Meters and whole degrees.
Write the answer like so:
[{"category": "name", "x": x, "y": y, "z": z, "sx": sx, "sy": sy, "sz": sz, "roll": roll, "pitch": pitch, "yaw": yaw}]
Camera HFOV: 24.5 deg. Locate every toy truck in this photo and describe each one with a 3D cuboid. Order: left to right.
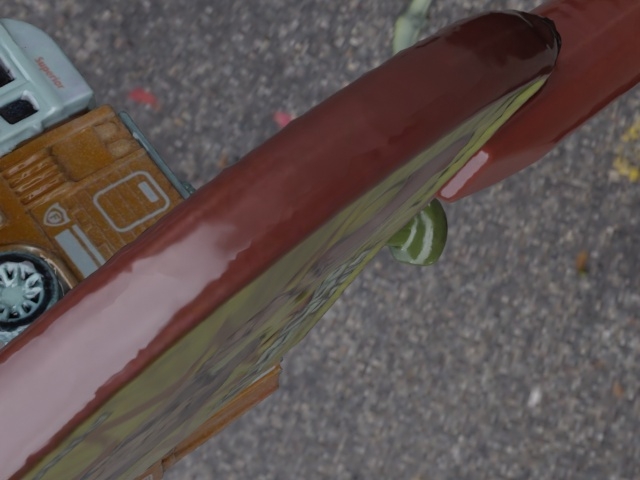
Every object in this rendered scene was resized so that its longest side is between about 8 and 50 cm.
[{"category": "toy truck", "x": -0.157, "y": -0.001, "z": 0.913, "sx": 0.305, "sy": 0.162, "sz": 0.136, "roll": 50, "pitch": 161, "yaw": 20}]

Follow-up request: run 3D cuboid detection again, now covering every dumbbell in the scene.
[{"category": "dumbbell", "x": 0.020, "y": -0.010, "z": 0.897, "sx": 0.118, "sy": 0.046, "sz": 0.052, "roll": 5, "pitch": 177, "yaw": -32}]

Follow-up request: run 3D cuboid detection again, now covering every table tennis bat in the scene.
[{"category": "table tennis bat", "x": 0.000, "y": 0.000, "z": 0.506, "sx": 0.051, "sy": 0.415, "sz": 0.268, "roll": 49, "pitch": 144, "yaw": 7}]
